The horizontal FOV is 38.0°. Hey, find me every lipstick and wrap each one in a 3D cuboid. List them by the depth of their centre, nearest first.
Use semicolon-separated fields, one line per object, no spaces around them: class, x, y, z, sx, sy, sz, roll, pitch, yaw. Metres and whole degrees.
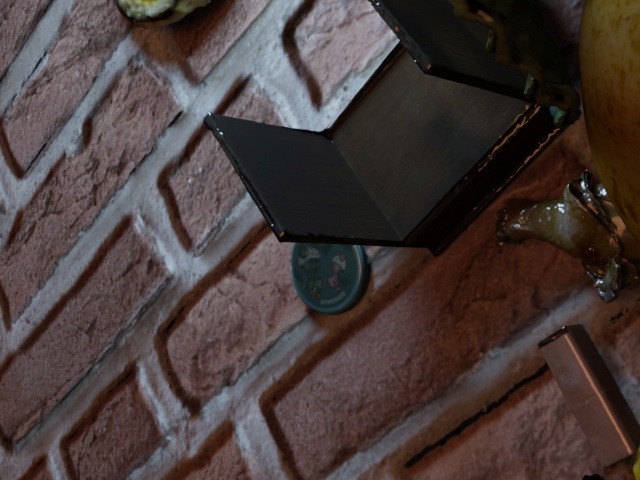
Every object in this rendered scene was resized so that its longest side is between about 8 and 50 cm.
lipstick;0.286;0.162;0.980;0.045;0.045;0.145;-38;65;31

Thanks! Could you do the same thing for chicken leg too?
chicken leg;0.269;-0.016;0.979;0.196;0.080;0.125;30;121;37

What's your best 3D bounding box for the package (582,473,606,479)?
package;0.324;0.298;0.821;0.071;0.269;0.194;-43;46;-14

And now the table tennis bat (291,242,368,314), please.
table tennis bat;0.000;0.000;1.237;0.124;0.033;0.201;-24;79;36

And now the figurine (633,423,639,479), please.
figurine;0.405;0.227;0.834;0.246;0.156;0.131;19;70;22

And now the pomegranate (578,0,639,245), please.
pomegranate;0.393;-0.132;0.659;0.416;0.416;0.417;-1;89;40

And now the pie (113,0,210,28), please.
pie;-0.230;-0.488;1.413;0.339;0.077;0.339;-5;82;40

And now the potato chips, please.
potato chips;0.136;-0.268;0.860;0.070;0.429;0.358;-33;103;25

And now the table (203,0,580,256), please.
table;0.077;-0.135;1.007;0.250;0.282;0.196;-47;61;29
